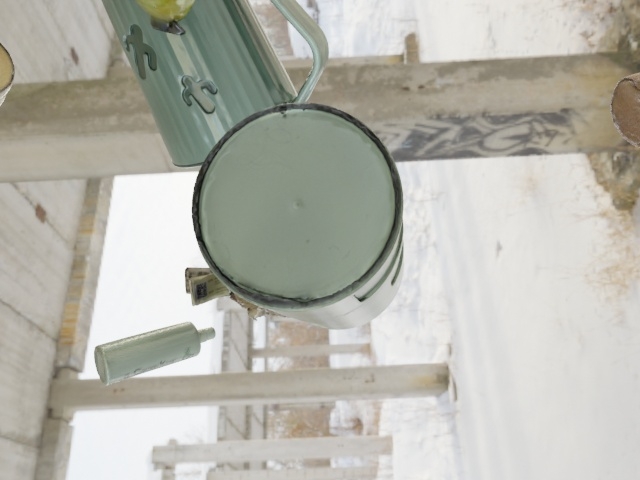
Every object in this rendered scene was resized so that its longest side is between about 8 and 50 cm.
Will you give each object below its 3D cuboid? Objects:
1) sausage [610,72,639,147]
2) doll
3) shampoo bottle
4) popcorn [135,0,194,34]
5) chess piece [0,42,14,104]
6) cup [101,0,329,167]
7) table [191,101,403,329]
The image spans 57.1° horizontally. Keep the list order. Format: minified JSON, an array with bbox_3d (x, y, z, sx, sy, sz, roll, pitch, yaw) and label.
[{"bbox_3d":[0.569,-0.221,0.910,0.123,0.252,0.123,52,153,41],"label":"sausage"},{"bbox_3d":[-0.050,0.043,0.706,0.105,0.221,0.115,-109,27,-63],"label":"doll"},{"bbox_3d":[-0.350,0.235,1.283,0.085,0.262,0.085,21,117,50],"label":"shampoo bottle"},{"bbox_3d":[-0.273,-0.471,0.827,0.293,0.293,0.237,-48,-23,-88],"label":"popcorn"},{"bbox_3d":[-0.545,-0.135,0.845,0.397,0.117,0.117,-37,44,43],"label":"chess piece"},{"bbox_3d":[-0.205,-0.394,1.233,0.310,0.400,0.392,-117,3,-64],"label":"cup"},{"bbox_3d":[0.000,0.000,0.442,0.220,0.126,0.126,58,-151,-76],"label":"table"}]
